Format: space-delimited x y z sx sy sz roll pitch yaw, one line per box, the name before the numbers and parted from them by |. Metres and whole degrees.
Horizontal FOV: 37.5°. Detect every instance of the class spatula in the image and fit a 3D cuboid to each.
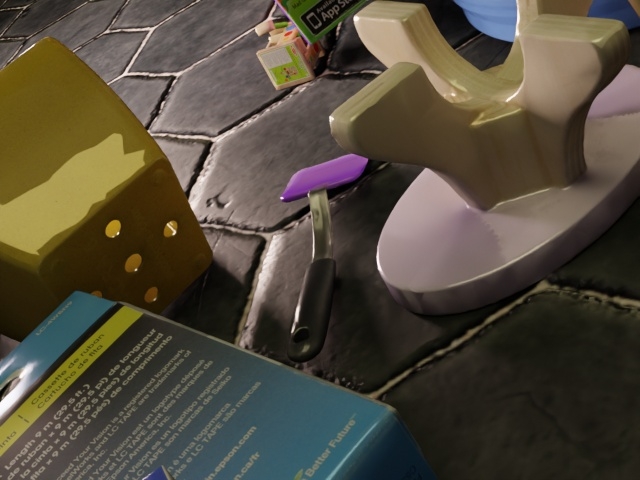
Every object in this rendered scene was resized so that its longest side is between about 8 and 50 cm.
spatula | 0.000 0.000 0.789 0.084 0.030 0.296 -17 34 16

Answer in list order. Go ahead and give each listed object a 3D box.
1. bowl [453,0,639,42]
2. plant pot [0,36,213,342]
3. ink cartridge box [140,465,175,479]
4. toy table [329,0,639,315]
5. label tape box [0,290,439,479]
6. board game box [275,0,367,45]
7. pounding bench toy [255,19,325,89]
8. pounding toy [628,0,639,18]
bowl | 0.308 -0.332 0.957 0.391 0.077 0.391 -21 33 15
plant pot | -0.222 -0.017 0.843 0.187 0.212 0.212 28 62 34
ink cartridge box | -0.061 0.188 0.363 0.097 0.046 0.207 -34 34 -8
toy table | 0.132 -0.093 0.692 0.252 0.161 0.274 10 49 46
label tape box | -0.127 0.178 0.572 0.347 0.115 0.249 11 51 49
board game box | 0.026 -0.503 1.046 0.356 0.356 0.356 -34 20 18
pounding bench toy | -0.039 -0.231 1.091 0.052 0.083 0.065 -12 37 27
pounding toy | 0.306 -0.184 0.638 0.154 0.154 0.270 -19 64 39
